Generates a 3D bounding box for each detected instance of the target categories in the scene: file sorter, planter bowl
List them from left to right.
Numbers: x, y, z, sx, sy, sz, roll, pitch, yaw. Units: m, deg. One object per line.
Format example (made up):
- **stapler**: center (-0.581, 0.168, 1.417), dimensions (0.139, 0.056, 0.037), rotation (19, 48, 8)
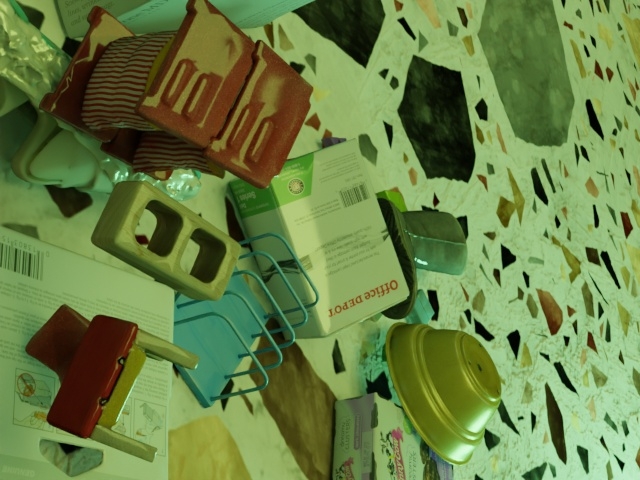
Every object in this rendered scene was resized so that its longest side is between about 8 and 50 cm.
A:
- **file sorter**: center (-0.090, 0.086, 1.368), dimensions (0.118, 0.104, 0.170), rotation (59, 35, -21)
- **planter bowl**: center (0.188, 0.192, 1.642), dimensions (0.217, 0.090, 0.217), rotation (45, 27, -31)

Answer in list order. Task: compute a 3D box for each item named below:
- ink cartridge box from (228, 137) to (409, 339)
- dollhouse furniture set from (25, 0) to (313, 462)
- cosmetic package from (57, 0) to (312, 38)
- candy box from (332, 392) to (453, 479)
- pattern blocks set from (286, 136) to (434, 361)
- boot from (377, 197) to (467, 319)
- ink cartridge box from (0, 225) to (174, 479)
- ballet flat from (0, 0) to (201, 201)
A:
- **ink cartridge box**: center (0.000, 0.000, 1.512), dimensions (0.160, 0.092, 0.220), rotation (-22, 95, -37)
- **dollhouse furniture set**: center (-0.179, -0.019, 1.054), dimensions (0.152, 0.201, 0.374), rotation (34, 73, -35)
- **cosmetic package**: center (-0.123, -0.350, 1.414), dimensions (0.385, 0.217, 0.156), rotation (-22, 94, -55)
- **candy box**: center (0.098, 0.312, 1.570), dimensions (0.196, 0.070, 0.165), rotation (35, 48, -44)
- **pattern blocks set**: center (0.059, 0.009, 1.686), dimensions (0.285, 0.026, 0.325), rotation (-32, 103, -55)
- **boot**: center (0.146, 0.032, 1.727), dimensions (0.208, 0.076, 0.190), rotation (21, 62, -58)
- **ink cartridge box**: center (-0.254, 0.129, 1.152), dimensions (0.275, 0.060, 0.239), rotation (25, 57, -49)
- **ballet flat**: center (-0.296, -0.140, 1.178), dimensions (0.409, 0.147, 0.147), rotation (44, 43, -32)
